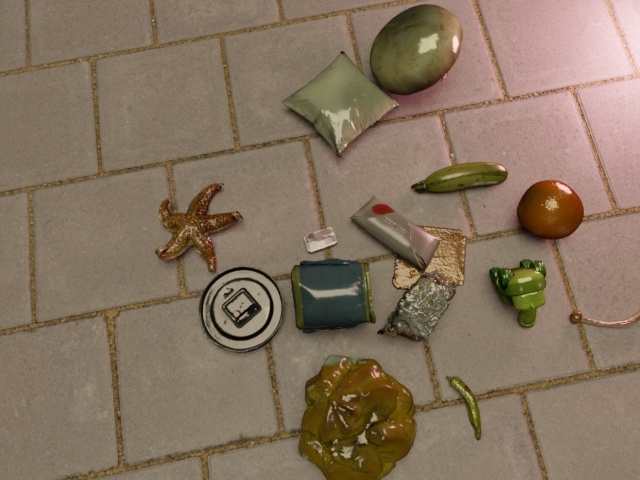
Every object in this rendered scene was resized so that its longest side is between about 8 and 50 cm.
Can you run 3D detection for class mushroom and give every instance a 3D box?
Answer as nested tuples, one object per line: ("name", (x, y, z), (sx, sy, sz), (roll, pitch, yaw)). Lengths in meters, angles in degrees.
("mushroom", (0.948, 0.242, 1.811), (0.306, 0.043, 0.068), (-5, 97, -2))
("mushroom", (0.335, -0.657, 1.988), (0.352, 0.260, 0.352), (-25, 37, 21))

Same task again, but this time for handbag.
("handbag", (0.035, 0.164, 1.743), (0.240, 0.263, 0.223), (-5, 86, -2))

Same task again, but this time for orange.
("orange", (0.746, -0.098, 1.846), (0.205, 0.206, 0.206), (0, 72, 2))

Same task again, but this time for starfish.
("starfish", (-0.406, -0.045, 1.905), (0.303, 0.113, 0.312), (-13, 70, -2))

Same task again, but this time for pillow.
("pillow", (0.073, -0.491, 2.025), (0.310, 0.119, 0.312), (-42, 76, -9))

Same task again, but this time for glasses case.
("glasses case", (0.251, -0.035, 1.881), (0.308, 0.083, 0.128), (36, 77, 13))

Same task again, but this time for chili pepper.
("chili pepper", (0.455, 0.501, 1.738), (0.048, 0.043, 0.208), (-21, 73, -18))

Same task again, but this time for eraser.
("eraser", (0.000, 0.000, 1.919), (0.105, 0.026, 0.065), (-18, 75, -4))

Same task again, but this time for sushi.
("sushi", (0.307, 0.214, 1.756), (0.139, 0.184, 0.274), (34, 84, 12))

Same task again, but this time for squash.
("squash", (0.476, -0.217, 1.942), (0.340, 0.094, 0.095), (-8, 72, 0))

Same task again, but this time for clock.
("clock", (-0.254, 0.223, 1.840), (0.280, 0.055, 0.281), (-1, 72, 2))

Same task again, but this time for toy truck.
("toy truck", (0.629, 0.159, 1.765), (0.148, 0.187, 0.211), (-13, 72, 3))

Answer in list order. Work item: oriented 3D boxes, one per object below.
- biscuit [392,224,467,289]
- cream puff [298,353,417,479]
("biscuit", (0.365, 0.061, 1.895), (0.236, 0.013, 0.232), (6, 72, 5))
("cream puff", (0.097, 0.511, 1.625), (0.377, 0.275, 0.379), (0, 73, -1))
